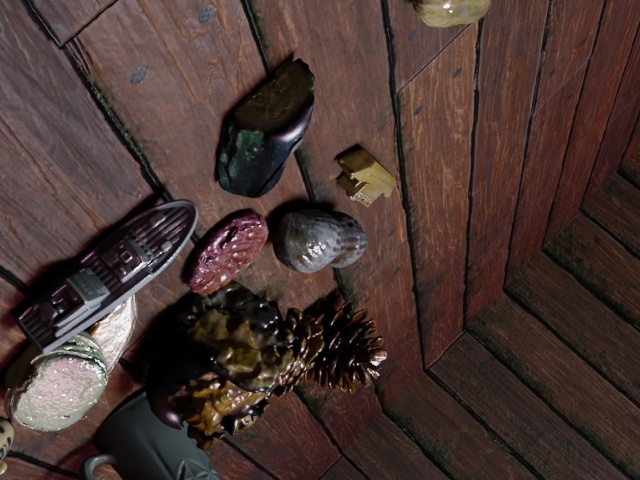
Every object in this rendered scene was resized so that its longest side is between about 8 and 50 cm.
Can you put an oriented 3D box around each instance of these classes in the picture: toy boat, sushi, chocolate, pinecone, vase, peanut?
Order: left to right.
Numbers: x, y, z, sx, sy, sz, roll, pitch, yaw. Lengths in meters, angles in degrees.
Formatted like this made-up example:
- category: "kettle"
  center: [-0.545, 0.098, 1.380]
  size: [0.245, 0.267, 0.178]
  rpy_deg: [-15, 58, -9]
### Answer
- category: "toy boat"
  center: [-0.253, 0.036, 1.253]
  size: [0.260, 0.078, 0.085]
  rpy_deg: [-40, 175, -15]
- category: "vase"
  center: [-0.249, 0.396, 1.678]
  size: [0.251, 0.301, 0.156]
  rpy_deg: [-20, 148, -37]
- category: "sushi"
  center: [-0.159, 0.202, 1.610]
  size: [0.213, 0.200, 0.204]
  rpy_deg: [-33, 160, -38]
- category: "pinecone"
  center: [-0.090, 0.192, 1.808]
  size: [0.179, 0.150, 0.195]
  rpy_deg: [-52, 160, 14]
- category: "chocolate"
  center: [0.000, 0.000, 1.691]
  size: [0.110, 0.110, 0.248]
  rpy_deg: [-54, 158, 19]
- category: "pinecone"
  center: [0.044, 0.220, 2.107]
  size: [0.207, 0.208, 0.208]
  rpy_deg: [-41, 160, -18]
- category: "toy boat"
  center: [0.072, -0.103, 1.721]
  size: [0.077, 0.057, 0.200]
  rpy_deg: [-43, 162, 7]
- category: "peanut"
  center: [0.187, -0.342, 1.444]
  size: [0.093, 0.083, 0.194]
  rpy_deg: [-55, 160, 23]

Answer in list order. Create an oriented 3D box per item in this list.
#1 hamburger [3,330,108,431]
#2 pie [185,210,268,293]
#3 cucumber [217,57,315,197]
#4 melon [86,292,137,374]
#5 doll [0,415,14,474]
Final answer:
- category: "hamburger"
  center: [-0.342, 0.184, 1.336]
  size: [0.140, 0.062, 0.133]
  rpy_deg: [-42, 139, -4]
- category: "pie"
  center: [-0.139, 0.020, 1.538]
  size: [0.154, 0.036, 0.154]
  rpy_deg: [-40, 160, -17]
- category: "cucumber"
  center: [-0.068, -0.132, 1.335]
  size: [0.115, 0.086, 0.193]
  rpy_deg: [-35, 164, -37]
- category: "melon"
  center: [-0.310, 0.146, 1.422]
  size: [0.182, 0.054, 0.098]
  rpy_deg: [-43, 146, -13]
- category: "doll"
  center: [-0.462, 0.282, 1.296]
  size: [0.179, 0.102, 0.089]
  rpy_deg: [-40, -157, -31]
